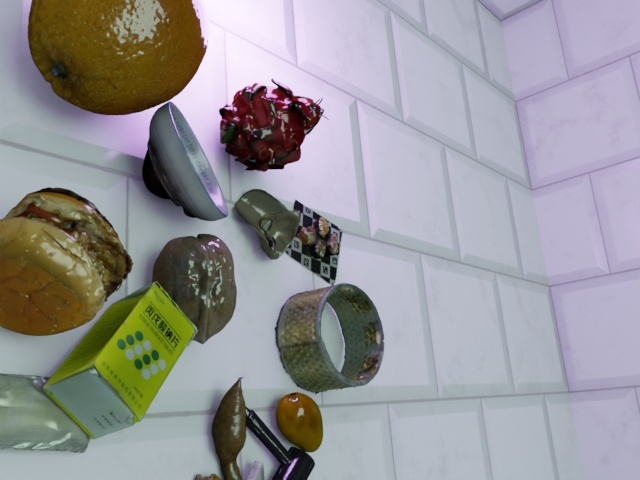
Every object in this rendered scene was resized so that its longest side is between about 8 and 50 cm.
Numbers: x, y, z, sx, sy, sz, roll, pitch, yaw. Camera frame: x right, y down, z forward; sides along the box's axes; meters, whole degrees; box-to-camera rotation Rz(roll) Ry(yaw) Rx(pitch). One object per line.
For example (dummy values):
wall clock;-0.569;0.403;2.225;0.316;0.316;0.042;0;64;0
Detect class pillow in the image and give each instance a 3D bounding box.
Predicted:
pillow;-0.484;0.288;1.025;0.229;0.051;0.128;21;51;-46

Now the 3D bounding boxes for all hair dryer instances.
hair dryer;-0.115;0.470;1.384;0.248;0.070;0.114;54;42;-15

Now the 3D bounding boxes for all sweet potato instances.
sweet potato;-0.194;0.428;1.303;0.074;0.074;0.270;4;84;-49

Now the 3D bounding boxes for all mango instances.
mango;-0.044;0.431;1.465;0.163;0.089;0.111;50;54;-39

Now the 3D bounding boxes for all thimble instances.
thimble;0.031;0.245;1.571;0.270;0.150;0.271;21;61;-44

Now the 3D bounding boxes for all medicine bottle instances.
medicine bottle;-0.350;0.212;1.109;0.137;0.141;0.250;53;28;-19

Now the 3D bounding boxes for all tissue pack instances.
tissue pack;-0.144;0.529;1.316;0.108;0.023;0.056;-64;152;-65

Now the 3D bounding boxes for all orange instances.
orange;-0.394;-0.412;1.204;0.322;0.322;0.357;56;50;-19

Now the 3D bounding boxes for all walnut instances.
walnut;-0.260;0.101;1.279;0.178;0.178;0.230;-1;81;-50

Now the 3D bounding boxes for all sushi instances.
sushi;0.000;0.000;1.716;0.210;0.040;0.193;34;52;-37

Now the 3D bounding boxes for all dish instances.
dish;-0.316;-0.146;1.323;0.273;0.133;0.273;64;0;0

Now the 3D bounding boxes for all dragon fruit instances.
dragon fruit;-0.110;-0.283;1.534;0.293;0.234;0.234;-8;81;-15

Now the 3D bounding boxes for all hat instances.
hat;-0.141;-0.046;1.559;0.175;0.085;0.147;41;55;-1

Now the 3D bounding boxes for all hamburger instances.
hamburger;-0.453;0.044;1.017;0.244;0.244;0.163;57;31;-18

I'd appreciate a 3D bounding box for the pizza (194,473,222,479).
pizza;-0.233;0.562;1.201;0.194;0.069;0.154;-35;104;-52
